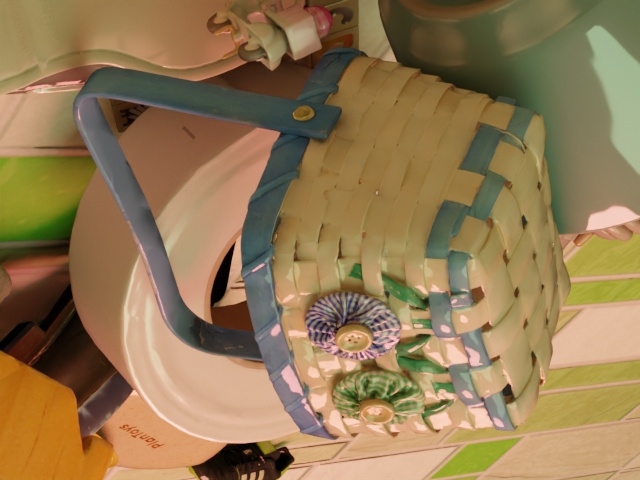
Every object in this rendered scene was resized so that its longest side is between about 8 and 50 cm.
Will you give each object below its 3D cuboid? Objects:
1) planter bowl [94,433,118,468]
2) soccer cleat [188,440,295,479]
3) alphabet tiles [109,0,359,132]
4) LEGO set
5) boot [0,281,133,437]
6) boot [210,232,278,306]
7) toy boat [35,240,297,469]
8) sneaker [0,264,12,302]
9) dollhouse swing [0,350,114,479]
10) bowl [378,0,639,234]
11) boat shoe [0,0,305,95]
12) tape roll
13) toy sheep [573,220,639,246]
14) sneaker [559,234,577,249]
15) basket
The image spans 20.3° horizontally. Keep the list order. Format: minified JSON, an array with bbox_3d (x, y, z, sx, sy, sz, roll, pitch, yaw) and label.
[{"bbox_3d":[-0.293,0.194,1.556,0.217,0.090,0.217,17,157,7],"label":"planter bowl"},{"bbox_3d":[-0.091,0.246,2.001,0.072,0.060,0.179,-41,157,14],"label":"soccer cleat"},{"bbox_3d":[-0.064,-0.133,1.344,0.198,0.009,0.237,-19,154,-8],"label":"alphabet tiles"},{"bbox_3d":[-0.053,-0.246,1.033,0.107,0.132,0.287,-32,134,-21],"label":"LEGO set"},{"bbox_3d":[-0.172,0.074,1.476,0.219,0.106,0.082,-42,-170,-11],"label":"boot"},{"bbox_3d":[-0.059,-0.010,1.459,0.099,0.121,0.045,-7,163,-12],"label":"boot"},{"bbox_3d":[-0.106,0.093,1.618,0.318,0.148,0.267,-20,150,11],"label":"toy boat"},{"bbox_3d":[-0.379,0.107,1.402,0.236,0.130,0.323,11,133,-43],"label":"sneaker"},{"bbox_3d":[-0.410,0.189,1.315,0.305,0.315,0.347,10,162,41],"label":"dollhouse swing"},{"bbox_3d":[0.159,-0.175,1.169,0.311,0.311,0.163,-34,133,22],"label":"bowl"},{"bbox_3d":[-0.161,-0.152,1.166,0.319,0.116,0.099,-16,-163,-29],"label":"boat shoe"},{"bbox_3d":[-0.045,0.010,1.366,0.286,0.100,0.286,-16,125,-25],"label":"tape roll"},{"bbox_3d":[0.294,-0.042,1.724,0.132,0.091,0.091,-51,147,13],"label":"toy sheep"},{"bbox_3d":[0.214,-0.019,1.679,0.115,0.105,0.281,-18,157,-24],"label":"sneaker"},{"bbox_3d":[0.000,0.000,1.134,0.289,0.201,0.254,11,144,28],"label":"basket"}]
